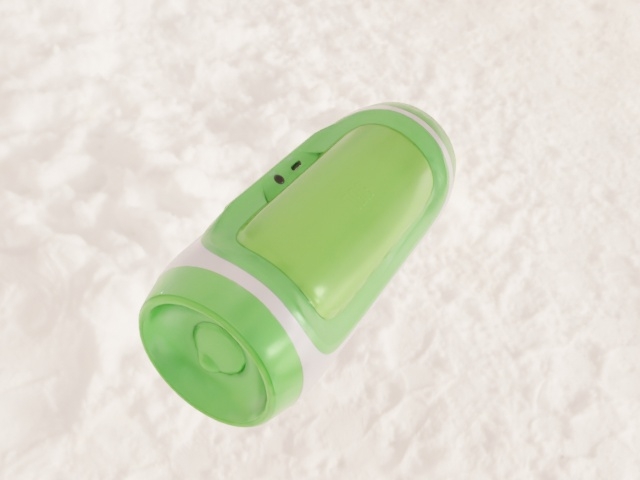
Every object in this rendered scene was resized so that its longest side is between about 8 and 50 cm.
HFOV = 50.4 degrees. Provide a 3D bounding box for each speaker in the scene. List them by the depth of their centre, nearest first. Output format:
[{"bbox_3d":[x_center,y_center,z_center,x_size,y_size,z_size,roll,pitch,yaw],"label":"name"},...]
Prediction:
[{"bbox_3d":[0.000,0.000,0.524,0.131,0.131,0.296,23,43,21],"label":"speaker"}]
